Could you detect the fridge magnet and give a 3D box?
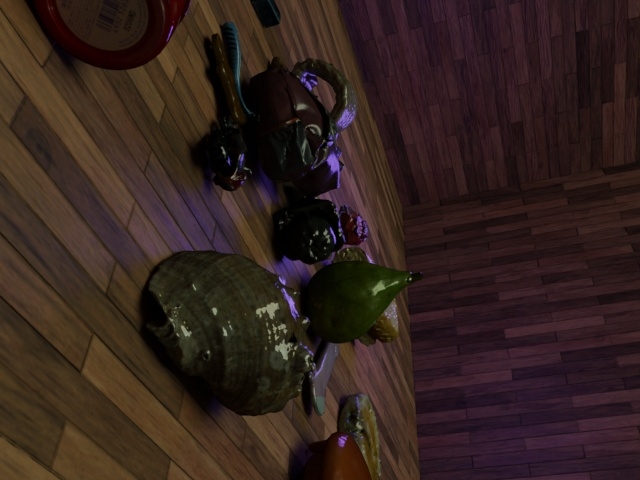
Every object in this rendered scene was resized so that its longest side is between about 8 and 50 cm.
[{"bbox_3d":[0.051,0.631,1.573,0.363,0.155,0.363,-10,90,-77],"label":"fridge magnet"}]

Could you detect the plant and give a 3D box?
[{"bbox_3d":[-0.029,-0.033,1.756,0.256,0.165,0.141,-107,-176,-67],"label":"plant"}]

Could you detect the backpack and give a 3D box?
[{"bbox_3d":[-0.064,-0.281,1.691,0.283,0.197,0.317,33,38,-73],"label":"backpack"}]

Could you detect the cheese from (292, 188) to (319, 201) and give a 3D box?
[{"bbox_3d":[-0.039,-0.151,1.975,0.270,0.069,0.176,46,39,-83],"label":"cheese"}]

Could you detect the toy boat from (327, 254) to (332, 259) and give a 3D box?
[{"bbox_3d":[0.000,0.000,2.026,0.172,0.065,0.066,72,28,-48],"label":"toy boat"}]

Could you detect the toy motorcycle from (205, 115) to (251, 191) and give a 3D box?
[{"bbox_3d":[-0.186,-0.178,1.383,0.213,0.082,0.122,-94,175,-65],"label":"toy motorcycle"}]

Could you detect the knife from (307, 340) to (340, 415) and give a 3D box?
[{"bbox_3d":[0.008,0.345,1.865,0.398,0.038,0.132,-55,135,-73],"label":"knife"}]

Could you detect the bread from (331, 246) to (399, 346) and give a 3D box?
[{"bbox_3d":[0.141,0.188,2.240,0.375,0.165,0.236,51,29,-60],"label":"bread"}]

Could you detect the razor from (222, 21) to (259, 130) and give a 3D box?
[{"bbox_3d":[-0.193,-0.391,1.597,0.082,0.042,0.253,-14,-94,62],"label":"razor"}]

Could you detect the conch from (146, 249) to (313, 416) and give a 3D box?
[{"bbox_3d":[-0.133,0.134,1.149,0.352,0.210,0.297,59,10,-59],"label":"conch"}]

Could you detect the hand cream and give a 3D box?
[{"bbox_3d":[-0.279,-0.339,0.915,0.125,0.193,0.193,-82,157,-47],"label":"hand cream"}]

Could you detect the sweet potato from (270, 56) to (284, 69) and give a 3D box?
[{"bbox_3d":[-0.106,-0.412,1.927,0.081,0.062,0.232,-124,-161,-86],"label":"sweet potato"}]

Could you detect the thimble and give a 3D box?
[{"bbox_3d":[0.005,-0.445,2.099,0.148,0.196,0.229,-9,90,-75],"label":"thimble"}]

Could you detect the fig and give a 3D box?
[{"bbox_3d":[0.111,0.173,1.896,0.233,0.314,0.232,-178,-90,-79],"label":"fig"}]

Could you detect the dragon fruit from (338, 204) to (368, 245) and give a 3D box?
[{"bbox_3d":[0.111,-0.048,2.408,0.142,0.121,0.130,-124,-135,-56],"label":"dragon fruit"}]

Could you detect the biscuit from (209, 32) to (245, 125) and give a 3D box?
[{"bbox_3d":[-0.211,-0.357,1.506,0.138,0.031,0.204,-80,157,-81],"label":"biscuit"}]

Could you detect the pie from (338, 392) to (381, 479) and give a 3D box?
[{"bbox_3d":[0.127,0.628,2.052,0.339,0.077,0.338,-14,90,-78],"label":"pie"}]

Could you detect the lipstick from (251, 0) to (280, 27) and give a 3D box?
[{"bbox_3d":[-0.189,-0.713,1.840,0.312,0.051,0.051,55,30,-55],"label":"lipstick"}]
